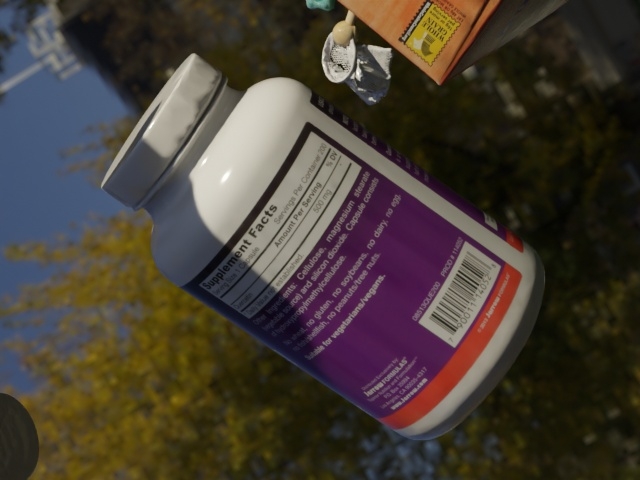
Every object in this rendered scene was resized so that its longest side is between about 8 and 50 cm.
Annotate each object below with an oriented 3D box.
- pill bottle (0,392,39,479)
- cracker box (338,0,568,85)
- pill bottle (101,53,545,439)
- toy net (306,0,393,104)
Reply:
[{"bbox_3d":[-0.416,0.239,1.879,0.121,0.221,0.121,35,-135,-44],"label":"pill bottle"},{"bbox_3d":[0.066,-0.183,0.972,0.155,0.067,0.232,41,-148,8],"label":"cracker box"},{"bbox_3d":[0.000,0.000,1.340,0.323,0.181,0.181,35,-164,-11],"label":"pill bottle"},{"bbox_3d":[-0.002,-0.243,1.842,0.045,0.122,0.232,-41,-67,-56],"label":"toy net"}]
